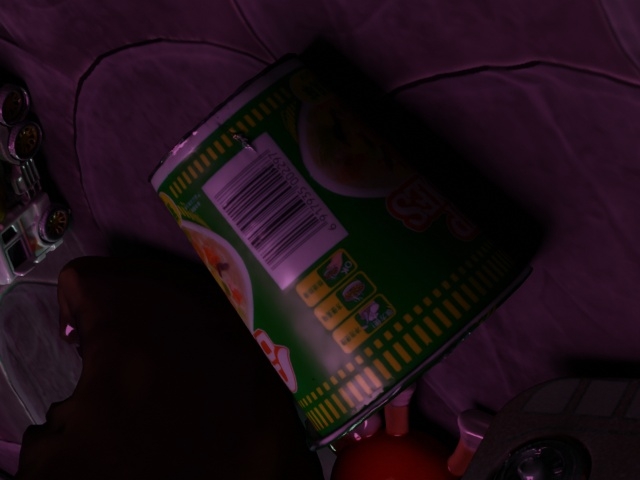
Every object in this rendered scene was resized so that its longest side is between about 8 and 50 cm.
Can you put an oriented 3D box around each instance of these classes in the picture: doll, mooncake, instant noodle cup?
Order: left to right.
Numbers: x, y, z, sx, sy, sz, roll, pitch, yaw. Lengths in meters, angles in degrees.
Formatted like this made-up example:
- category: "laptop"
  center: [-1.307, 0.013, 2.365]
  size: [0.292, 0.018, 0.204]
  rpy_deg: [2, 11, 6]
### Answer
- category: "mooncake"
  center: [-0.194, 0.236, 1.529]
  size: [0.393, 0.394, 0.246]
  rpy_deg: [52, 168, 47]
- category: "instant noodle cup"
  center: [0.000, 0.000, 1.254]
  size: [0.232, 0.207, 0.207]
  rpy_deg: [49, 147, 1]
- category: "doll"
  center: [0.083, 0.209, 1.508]
  size: [0.183, 0.085, 0.217]
  rpy_deg: [26, 128, 16]

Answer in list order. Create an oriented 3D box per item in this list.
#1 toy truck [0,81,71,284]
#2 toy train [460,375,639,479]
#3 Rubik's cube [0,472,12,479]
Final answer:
- category: "toy truck"
  center: [-0.317, -0.062, 1.574]
  size: [0.098, 0.114, 0.227]
  rpy_deg: [19, 141, 31]
- category: "toy train"
  center: [0.244, 0.179, 1.232]
  size: [0.326, 0.159, 0.129]
  rpy_deg: [-1, 130, 43]
- category: "Rubik's cube"
  center: [-0.440, 0.455, 2.180]
  size: [0.259, 0.253, 0.256]
  rpy_deg: [29, 145, 22]
